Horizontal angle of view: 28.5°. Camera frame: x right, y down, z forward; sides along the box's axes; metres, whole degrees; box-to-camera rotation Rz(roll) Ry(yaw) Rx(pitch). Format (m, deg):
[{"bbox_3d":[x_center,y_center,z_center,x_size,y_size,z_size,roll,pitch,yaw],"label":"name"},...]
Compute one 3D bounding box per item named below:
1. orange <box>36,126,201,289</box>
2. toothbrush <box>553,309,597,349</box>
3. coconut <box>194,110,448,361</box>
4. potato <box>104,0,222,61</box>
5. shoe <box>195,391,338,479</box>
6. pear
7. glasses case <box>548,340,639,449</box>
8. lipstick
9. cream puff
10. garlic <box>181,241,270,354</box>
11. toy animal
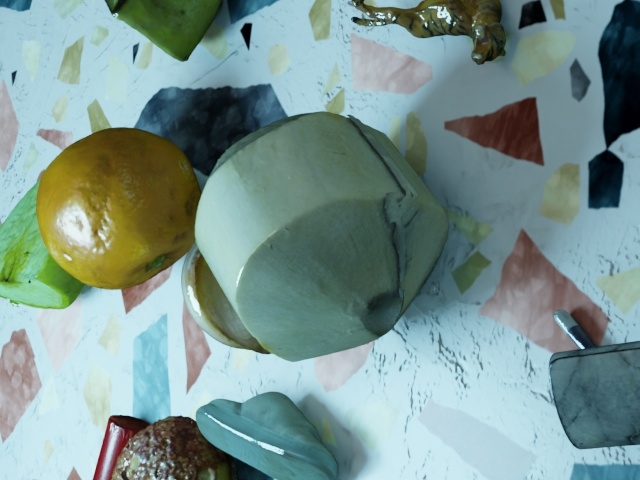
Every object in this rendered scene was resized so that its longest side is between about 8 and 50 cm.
[{"bbox_3d":[-0.313,-0.051,1.965,0.261,0.261,0.261,-9,78,47],"label":"orange"},{"bbox_3d":[0.345,0.177,1.383,0.288,0.024,0.026,53,136,37],"label":"toothbrush"},{"bbox_3d":[0.000,0.000,1.592,0.323,0.323,0.322,-9,78,47],"label":"coconut"},{"bbox_3d":[-0.213,-0.466,1.983,0.280,0.213,0.330,-48,40,10],"label":"potato"},{"bbox_3d":[-0.064,0.270,1.778,0.251,0.103,0.100,15,52,35],"label":"shoe"},{"bbox_3d":[-0.477,-0.004,2.239,0.288,0.139,0.239,-8,64,51],"label":"pear"},{"bbox_3d":[0.382,0.150,1.287,0.299,0.060,0.114,-14,98,40],"label":"glasses case"},{"bbox_3d":[-0.348,0.422,2.077,0.073,0.073,0.279,29,106,46],"label":"lipstick"},{"bbox_3d":[-0.223,0.386,1.883,0.240,0.164,0.240,-5,82,42],"label":"cream puff"},{"bbox_3d":[-0.147,0.080,1.886,0.115,0.128,0.206,149,113,-68],"label":"garlic"},{"bbox_3d":[0.141,-0.296,1.634,0.255,0.114,0.116,8,134,52],"label":"toy animal"}]
